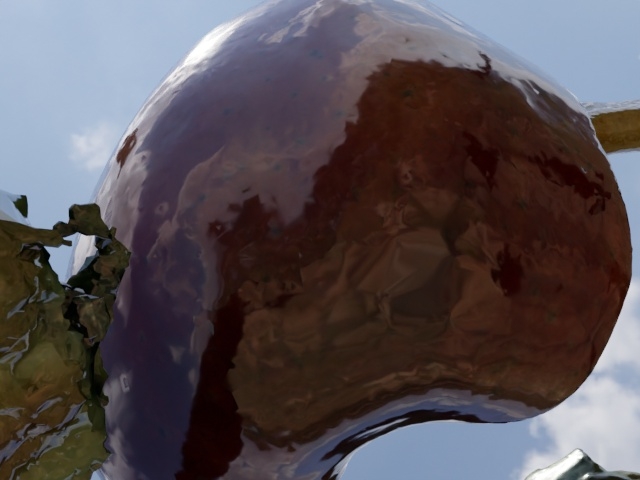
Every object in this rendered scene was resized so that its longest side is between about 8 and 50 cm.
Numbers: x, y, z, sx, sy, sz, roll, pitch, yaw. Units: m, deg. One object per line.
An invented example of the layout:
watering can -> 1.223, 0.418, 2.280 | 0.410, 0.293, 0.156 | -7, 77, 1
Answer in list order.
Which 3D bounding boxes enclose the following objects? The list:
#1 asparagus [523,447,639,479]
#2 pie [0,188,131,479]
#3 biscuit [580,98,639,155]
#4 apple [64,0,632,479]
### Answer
asparagus -> 0.122, 0.271, 0.761 | 0.085, 0.343, 0.082 | 52, -177, 7
pie -> -0.171, 0.158, 0.354 | 0.296, 0.078, 0.371 | -31, -45, -36
biscuit -> 0.230, -0.095, 0.813 | 0.183, 0.174, 0.039 | -8, -77, -28
apple -> 0.000, 0.000, 0.629 | 0.365, 0.329, 0.295 | -90, 0, -45
